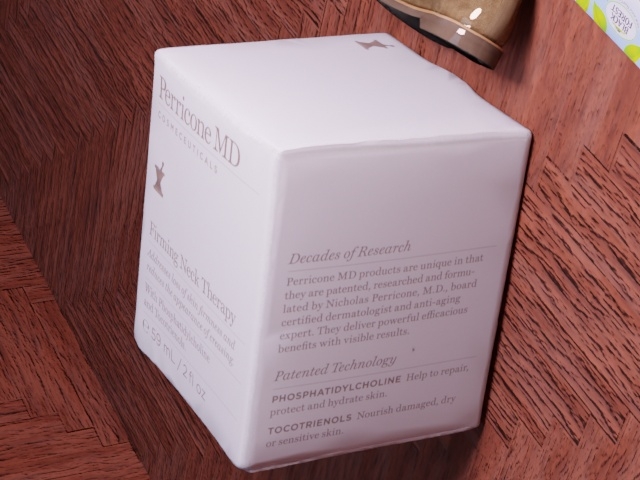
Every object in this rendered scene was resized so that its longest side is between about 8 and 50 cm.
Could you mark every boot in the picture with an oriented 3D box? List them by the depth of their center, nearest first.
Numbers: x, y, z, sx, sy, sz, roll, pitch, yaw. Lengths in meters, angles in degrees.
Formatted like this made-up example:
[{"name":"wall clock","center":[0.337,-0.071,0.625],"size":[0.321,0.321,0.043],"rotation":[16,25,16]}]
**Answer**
[{"name":"boot","center":[0.140,-0.284,2.027],"size":[0.115,0.112,0.305],"rotation":[-61,31,5]}]

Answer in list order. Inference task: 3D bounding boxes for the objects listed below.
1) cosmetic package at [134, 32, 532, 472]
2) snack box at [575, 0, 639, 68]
[{"name":"cosmetic package","center":[0.000,0.000,2.090],"size":[0.329,0.327,0.393],"rotation":[42,132,51]},{"name":"snack box","center":[0.326,-0.256,1.672],"size":[0.207,0.070,0.174],"rotation":[58,144,40]}]
